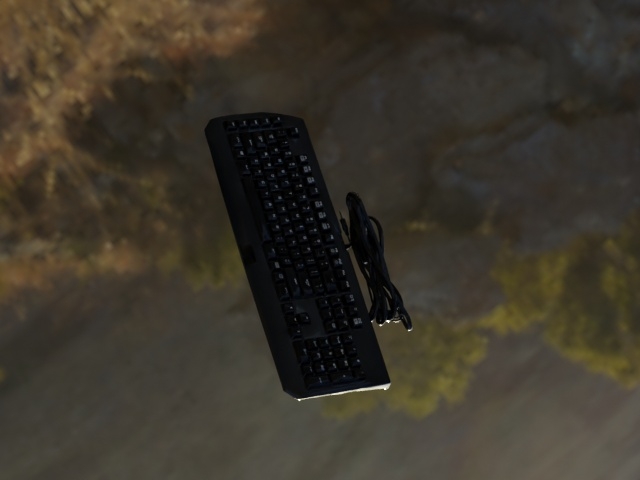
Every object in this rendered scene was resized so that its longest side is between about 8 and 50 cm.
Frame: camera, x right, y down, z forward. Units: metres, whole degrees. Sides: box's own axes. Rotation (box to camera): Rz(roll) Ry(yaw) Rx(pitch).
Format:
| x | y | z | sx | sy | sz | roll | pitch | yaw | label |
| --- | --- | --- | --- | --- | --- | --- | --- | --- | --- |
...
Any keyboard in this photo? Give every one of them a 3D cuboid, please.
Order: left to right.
| x | y | z | sx | sy | sz | roll | pitch | yaw | label |
| --- | --- | --- | --- | --- | --- | --- | --- | --- | --- |
| 0.000 | 0.000 | 1.061 | 0.100 | 0.192 | 0.038 | -6 | 157 | -31 | keyboard |
